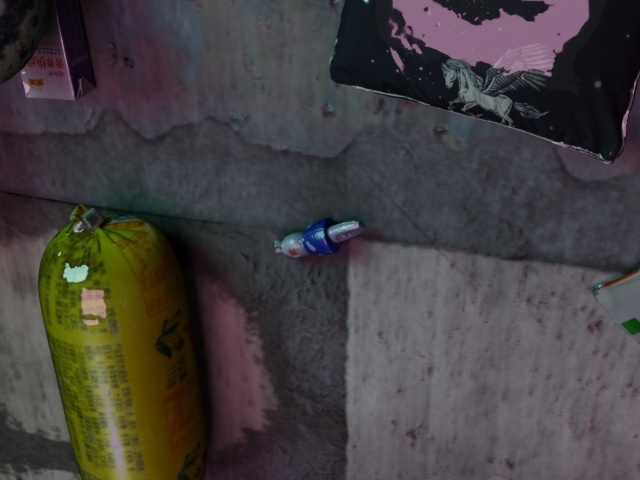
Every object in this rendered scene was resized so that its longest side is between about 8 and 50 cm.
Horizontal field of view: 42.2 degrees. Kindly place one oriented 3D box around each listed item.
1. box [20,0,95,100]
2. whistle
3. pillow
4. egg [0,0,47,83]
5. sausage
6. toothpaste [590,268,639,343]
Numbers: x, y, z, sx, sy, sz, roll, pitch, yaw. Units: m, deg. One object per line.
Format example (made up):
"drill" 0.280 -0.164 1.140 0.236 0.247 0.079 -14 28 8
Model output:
"box" -0.215 -0.170 0.652 0.050 0.036 0.117 4 118 18
"whistle" 0.000 0.000 0.674 0.083 0.029 0.033 -17 147 32
"pillow" 0.112 -0.141 0.545 0.208 0.055 0.141 15 113 10
"egg" -0.264 -0.182 0.562 0.132 0.132 0.172 -32 96 30
"sausage" -0.170 0.125 0.743 0.123 0.123 0.347 6 119 16
"toothpaste" 0.315 -0.014 0.544 0.075 0.048 0.301 23 134 -26
